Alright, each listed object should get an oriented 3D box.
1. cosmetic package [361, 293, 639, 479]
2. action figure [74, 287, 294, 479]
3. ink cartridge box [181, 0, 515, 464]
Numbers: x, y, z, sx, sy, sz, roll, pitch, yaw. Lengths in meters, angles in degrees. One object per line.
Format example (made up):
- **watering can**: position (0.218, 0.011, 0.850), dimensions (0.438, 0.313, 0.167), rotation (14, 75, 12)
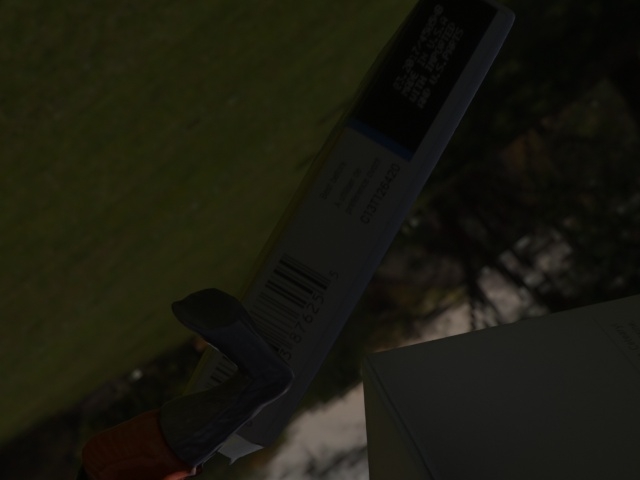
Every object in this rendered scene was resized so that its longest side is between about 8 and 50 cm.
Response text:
- **cosmetic package**: position (0.269, 0.261, 1.389), dimensions (0.394, 0.329, 0.327), rotation (-11, -148, -12)
- **action figure**: position (-0.094, 0.236, 0.787), dimensions (0.178, 0.341, 0.330), rotation (10, 137, -20)
- **ink cartridge box**: position (0.000, 0.000, 1.173), dimensions (0.303, 0.072, 0.307), rotation (-61, -175, -12)
